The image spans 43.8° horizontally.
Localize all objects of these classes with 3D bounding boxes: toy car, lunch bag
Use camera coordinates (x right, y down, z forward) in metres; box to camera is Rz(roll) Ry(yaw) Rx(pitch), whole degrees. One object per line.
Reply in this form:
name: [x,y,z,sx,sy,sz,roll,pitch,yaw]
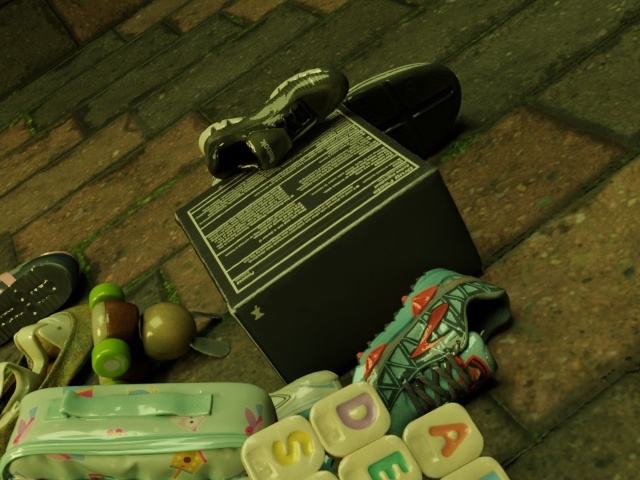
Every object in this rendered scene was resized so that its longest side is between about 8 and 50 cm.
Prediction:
toy car: [-0.231,0.146,1.148,0.188,0.149,0.155,-6,36,-14]
lunch bag: [-0.177,0.242,0.813,0.279,0.224,0.108,-4,40,0]

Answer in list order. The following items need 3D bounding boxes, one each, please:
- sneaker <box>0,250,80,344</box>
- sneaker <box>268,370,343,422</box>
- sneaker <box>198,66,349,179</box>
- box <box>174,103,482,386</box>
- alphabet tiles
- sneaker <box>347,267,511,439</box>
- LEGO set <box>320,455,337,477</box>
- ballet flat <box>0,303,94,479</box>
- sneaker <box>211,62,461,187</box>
sneaker: [-0.577,0.119,1.457,0.319,0.112,0.131,-24,18,7]
sneaker: [-0.073,0.221,0.942,0.237,0.085,0.086,-22,67,28]
sneaker: [-0.061,-0.148,1.077,0.234,0.078,0.106,-26,36,14]
box: [0.000,0.000,1.064,0.296,0.182,0.294,-35,33,-4]
alphabet tiles: [0.049,0.268,0.678,0.278,0.021,0.284,-23,65,-17]
sneaker: [0.126,0.131,0.874,0.125,0.104,0.262,6,49,39]
LEGO set: [0.052,0.271,0.754,0.227,0.087,0.093,21,67,14]
ballet flat: [-0.438,0.201,1.215,0.123,0.123,0.348,-11,39,27]
sneaker: [-0.004,-0.185,1.312,0.447,0.169,0.257,-31,36,5]
